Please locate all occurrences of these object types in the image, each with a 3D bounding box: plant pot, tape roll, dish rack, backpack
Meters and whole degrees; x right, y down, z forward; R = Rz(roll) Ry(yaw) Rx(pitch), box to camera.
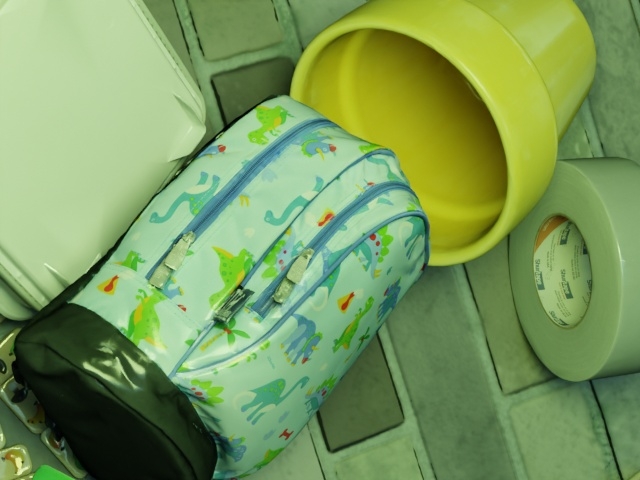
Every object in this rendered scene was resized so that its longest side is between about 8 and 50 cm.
[{"bbox_3d":[0.137,-0.141,1.537,0.239,0.254,0.254,-41,100,-42],"label":"plant pot"},{"bbox_3d":[0.267,0.027,1.579,0.072,0.219,0.219,-6,87,-22],"label":"tape roll"},{"bbox_3d":[-0.220,-0.097,1.352,0.285,0.072,0.333,-55,145,-16],"label":"dish rack"},{"bbox_3d":[-0.067,0.045,1.413,0.273,0.290,0.355,17,61,18],"label":"backpack"}]

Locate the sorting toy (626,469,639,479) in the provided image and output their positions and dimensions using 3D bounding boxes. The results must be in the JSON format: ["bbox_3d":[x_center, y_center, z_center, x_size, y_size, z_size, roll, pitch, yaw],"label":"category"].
[{"bbox_3d":[0.276,0.406,1.649,0.307,0.041,0.229,-34,102,-20],"label":"sorting toy"}]

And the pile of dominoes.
[{"bbox_3d":[-0.284,0.118,1.458,0.196,0.040,0.251,-44,100,-19],"label":"pile of dominoes"}]

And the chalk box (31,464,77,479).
[{"bbox_3d":[-0.264,0.299,1.371,0.132,0.132,0.213,23,65,18],"label":"chalk box"}]
